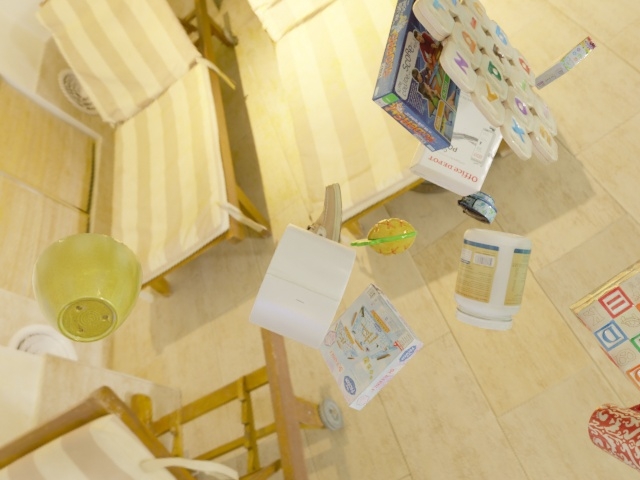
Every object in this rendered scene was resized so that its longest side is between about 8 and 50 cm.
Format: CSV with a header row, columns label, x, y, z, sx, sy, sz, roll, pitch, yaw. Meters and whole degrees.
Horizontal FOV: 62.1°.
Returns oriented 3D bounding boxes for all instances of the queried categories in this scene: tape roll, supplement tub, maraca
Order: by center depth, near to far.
label,x,y,z,sx,sy,sz,roll,pitch,yaw
supplement tub,0.372,0.081,1.162,0.144,0.144,0.200,15,99,42
tape roll,-0.040,0.104,1.213,0.169,0.246,0.246,22,77,-2
maraca,0.173,-0.006,1.436,0.127,0.185,0.099,172,87,-71

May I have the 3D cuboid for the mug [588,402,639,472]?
label,x,y,z,sx,sy,sz,roll,pitch,yaw
mug,0.598,0.359,0.964,0.150,0.113,0.169,-23,6,-14

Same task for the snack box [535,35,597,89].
label,x,y,z,sx,sy,sz,roll,pitch,yaw
snack box,0.606,-0.441,1.334,0.100,0.037,0.141,-42,2,-7

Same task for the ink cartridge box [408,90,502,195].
label,x,y,z,sx,sy,sz,roll,pitch,yaw
ink cartridge box,0.418,-0.302,1.581,0.117,0.207,0.283,163,131,-84

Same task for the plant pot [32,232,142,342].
label,x,y,z,sx,sy,sz,roll,pitch,yaw
plant pot,-0.290,0.072,0.666,0.134,0.134,0.095,-45,35,8

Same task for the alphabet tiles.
label,x,y,z,sx,sy,sz,roll,pitch,yaw
alphabet tiles,0.233,-0.232,0.724,0.021,0.284,0.278,-33,22,40

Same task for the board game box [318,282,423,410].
label,x,y,z,sx,sy,sz,roll,pitch,yaw
board game box,0.158,0.361,1.854,0.318,0.066,0.319,-48,38,11

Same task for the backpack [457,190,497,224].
label,x,y,z,sx,sy,sz,roll,pitch,yaw
backpack,0.528,-0.113,1.757,0.114,0.105,0.084,37,92,36

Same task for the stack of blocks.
label,x,y,z,sx,sy,sz,roll,pitch,yaw
stack of blocks,0.625,0.106,0.935,0.297,0.087,0.171,-39,81,12

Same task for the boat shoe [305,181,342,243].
label,x,y,z,sx,sy,sz,roll,pitch,yaw
boat shoe,0.000,0.000,1.530,0.110,0.121,0.342,7,94,1

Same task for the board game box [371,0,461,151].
label,x,y,z,sx,sy,sz,roll,pitch,yaw
board game box,0.149,-0.247,0.759,0.035,0.136,0.201,-11,56,48
